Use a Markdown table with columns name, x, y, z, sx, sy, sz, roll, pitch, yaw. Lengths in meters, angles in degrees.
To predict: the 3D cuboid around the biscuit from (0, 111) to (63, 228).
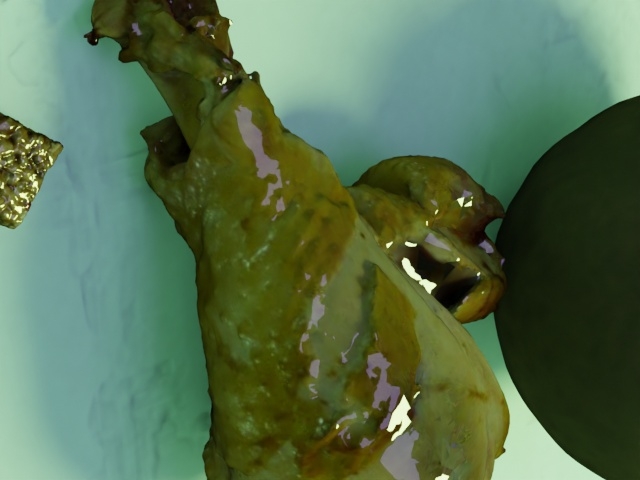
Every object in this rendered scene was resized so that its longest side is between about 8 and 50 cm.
| name | x | y | z | sx | sy | sz | roll | pitch | yaw |
| --- | --- | --- | --- | --- | --- | --- | --- | --- | --- |
| biscuit | -0.225 | -0.068 | 0.890 | 0.199 | 0.034 | 0.064 | 33 | 79 | -42 |

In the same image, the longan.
| name | x | y | z | sx | sy | sz | roll | pitch | yaw |
| --- | --- | --- | --- | --- | --- | --- | --- | --- | --- |
| longan | 0.265 | 0.039 | 1.190 | 0.297 | 0.297 | 0.297 | -13 | 110 | -40 |

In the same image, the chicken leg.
| name | x | y | z | sx | sy | sz | roll | pitch | yaw |
| --- | --- | --- | --- | --- | --- | --- | --- | --- | --- |
| chicken leg | 0.000 | 0.000 | 1.057 | 0.295 | 0.182 | 0.409 | -41 | 110 | -38 |
